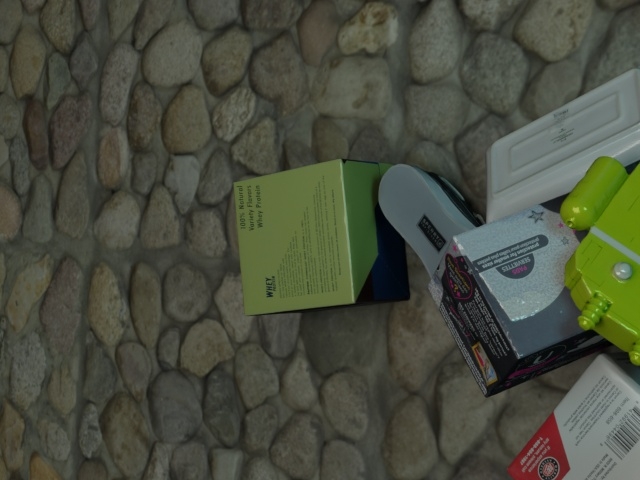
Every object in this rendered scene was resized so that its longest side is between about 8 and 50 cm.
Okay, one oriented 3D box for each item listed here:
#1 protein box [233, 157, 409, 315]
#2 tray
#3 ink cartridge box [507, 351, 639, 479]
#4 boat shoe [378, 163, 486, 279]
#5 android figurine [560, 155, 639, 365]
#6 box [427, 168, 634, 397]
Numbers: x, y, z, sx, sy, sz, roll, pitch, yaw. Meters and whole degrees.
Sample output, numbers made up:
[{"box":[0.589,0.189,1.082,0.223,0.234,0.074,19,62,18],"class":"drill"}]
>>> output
[{"box":[0.000,0.000,1.573,0.201,0.136,0.200,-10,83,38],"class":"protein box"},{"box":[0.307,-0.125,1.354,0.270,0.030,0.145,-28,40,35],"class":"tray"},{"box":[0.385,0.290,1.266,0.273,0.114,0.197,47,115,31],"class":"ink cartridge box"},{"box":[0.191,0.022,1.441,0.306,0.105,0.113,52,123,35],"class":"boat shoe"},{"box":[0.372,0.017,1.178,0.248,0.273,0.056,37,153,12],"class":"android figurine"},{"box":[0.275,0.046,1.260,0.142,0.247,0.163,107,140,-62],"class":"box"}]
